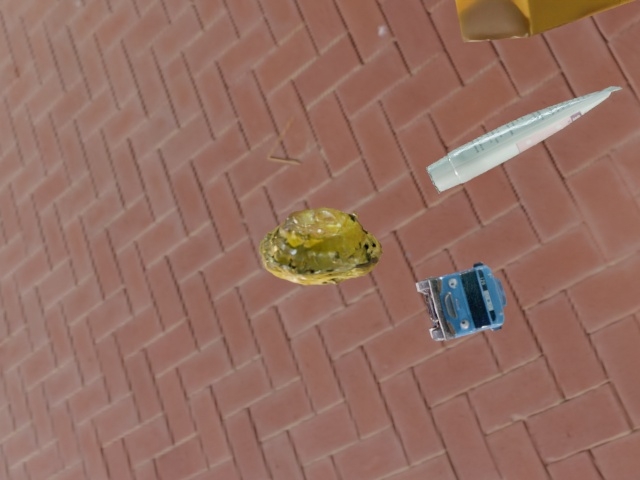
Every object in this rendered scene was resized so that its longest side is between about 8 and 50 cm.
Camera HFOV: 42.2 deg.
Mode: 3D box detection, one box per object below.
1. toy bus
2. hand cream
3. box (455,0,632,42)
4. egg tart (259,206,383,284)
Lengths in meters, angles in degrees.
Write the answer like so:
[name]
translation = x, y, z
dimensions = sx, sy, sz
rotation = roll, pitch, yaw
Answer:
[toy bus]
translation = 0.246, 0.106, 1.449
dimensions = 0.133, 0.234, 0.116
rotation = -14, 85, 3
[hand cream]
translation = 0.331, -0.178, 1.370
dimensions = 0.331, 0.085, 0.058
rotation = -29, 93, 10
[box]
translation = 0.325, -0.404, 0.950
dimensions = 0.115, 0.415, 0.264
rotation = 14, 124, 56
[egg tart]
translation = 0.000, 0.000, 0.844
dimensions = 0.130, 0.130, 0.052
rotation = 17, 120, 36
